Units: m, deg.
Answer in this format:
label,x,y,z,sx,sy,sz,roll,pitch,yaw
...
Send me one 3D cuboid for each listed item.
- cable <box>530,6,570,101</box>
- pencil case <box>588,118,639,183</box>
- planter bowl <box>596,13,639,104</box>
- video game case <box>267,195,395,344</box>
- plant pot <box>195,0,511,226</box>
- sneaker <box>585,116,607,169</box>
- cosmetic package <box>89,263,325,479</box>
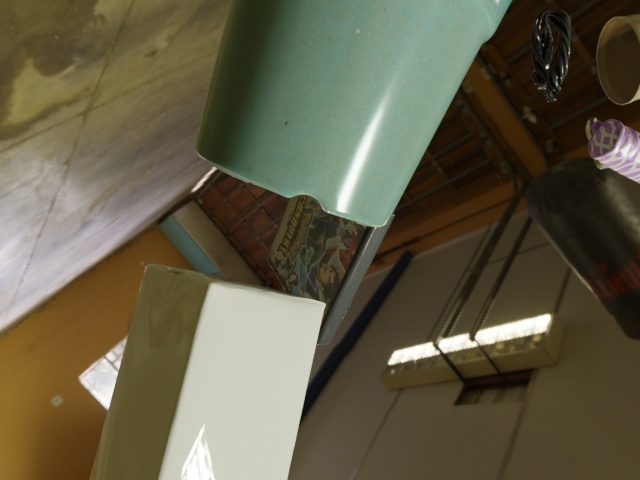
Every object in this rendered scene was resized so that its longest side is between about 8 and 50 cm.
label,x,y,z,sx,sy,sz,roll,pitch,yaw
cable,0.454,-0.368,0.978,0.047,0.184,0.151,-3,-121,10
pencil case,0.631,-0.165,0.972,0.086,0.206,0.088,-46,-153,51
planter bowl,0.616,-0.351,0.928,0.109,0.162,0.162,-13,-168,6
video game case,0.000,0.000,0.882,0.248,0.035,0.275,53,-51,44
plant pot,0.025,-0.214,0.583,0.341,0.341,0.334,-101,-148,-80
sneaker,0.704,-0.247,1.219,0.052,0.135,0.058,-2,166,-40
cosmetic package,-0.148,0.230,0.565,0.217,0.156,0.385,7,-100,55
